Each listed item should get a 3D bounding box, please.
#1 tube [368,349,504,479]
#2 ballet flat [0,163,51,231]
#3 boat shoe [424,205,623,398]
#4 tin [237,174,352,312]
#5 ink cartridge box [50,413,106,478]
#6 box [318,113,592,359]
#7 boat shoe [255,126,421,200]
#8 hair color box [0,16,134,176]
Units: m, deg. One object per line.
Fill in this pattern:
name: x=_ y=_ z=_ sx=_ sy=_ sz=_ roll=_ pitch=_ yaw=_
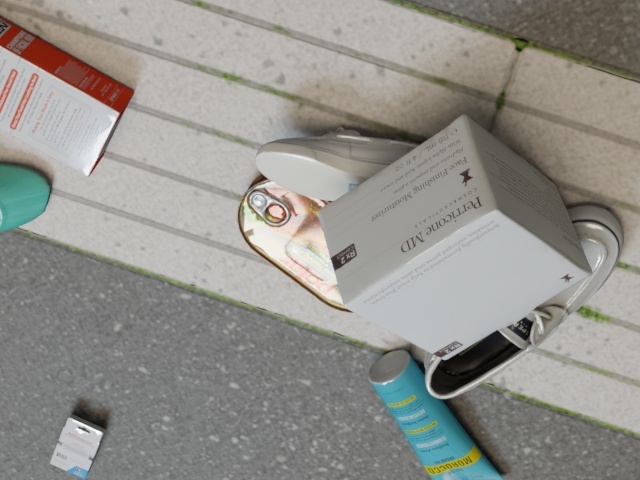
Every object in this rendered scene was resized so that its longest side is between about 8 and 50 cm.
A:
tube: x=0.125 y=0.212 z=1.530 sx=0.080 sy=0.052 sz=0.207 roll=-18 pitch=121 yaw=30
ballet flat: x=-0.417 y=-0.033 z=1.482 sx=0.247 sy=0.087 sz=0.083 roll=1 pitch=120 yaw=13
boat shoe: x=0.201 y=0.070 z=1.396 sx=0.096 sy=0.088 sz=0.267 roll=44 pitch=121 yaw=-14
tin: x=0.000 y=0.000 z=1.434 sx=0.190 sy=0.040 sz=0.106 roll=38 pitch=118 yaw=-10
ink cartridge box: x=-0.291 y=0.244 z=1.655 sx=0.048 sy=0.028 sz=0.083 roll=25 pitch=123 yaw=-2
box: x=0.128 y=0.003 z=1.305 sx=0.181 sy=0.119 sz=0.182 roll=-33 pitch=142 yaw=24
boat shoe: x=0.030 y=-0.081 z=1.361 sx=0.184 sy=0.063 sz=0.066 roll=6 pitch=144 yaw=8
hair color box: x=-0.288 y=-0.149 z=1.402 sx=0.167 sy=0.053 sz=0.093 roll=29 pitch=124 yaw=-6
